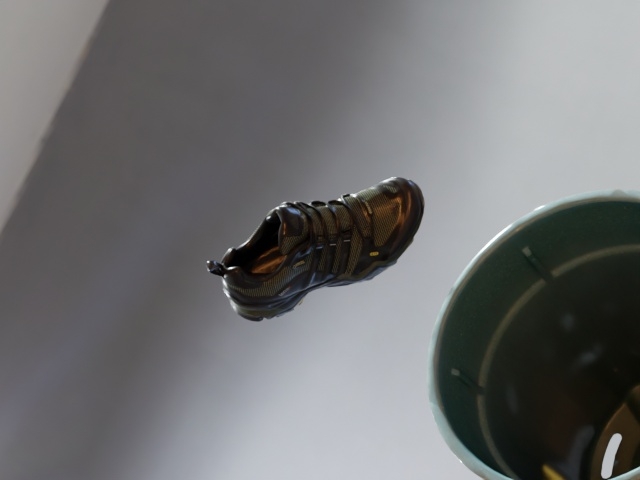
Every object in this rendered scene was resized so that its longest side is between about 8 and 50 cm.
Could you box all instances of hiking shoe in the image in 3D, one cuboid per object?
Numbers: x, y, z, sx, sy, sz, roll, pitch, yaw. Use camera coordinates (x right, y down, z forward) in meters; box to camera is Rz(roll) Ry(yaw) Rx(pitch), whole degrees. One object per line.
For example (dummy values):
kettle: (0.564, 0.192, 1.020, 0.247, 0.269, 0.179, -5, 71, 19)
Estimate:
hiking shoe: (0.000, 0.000, 1.711, 0.227, 0.086, 0.114, -31, -27, 1)

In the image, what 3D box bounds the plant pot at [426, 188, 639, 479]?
plant pot: (0.336, 0.174, 1.805, 0.341, 0.341, 0.334, -59, -41, -12)
